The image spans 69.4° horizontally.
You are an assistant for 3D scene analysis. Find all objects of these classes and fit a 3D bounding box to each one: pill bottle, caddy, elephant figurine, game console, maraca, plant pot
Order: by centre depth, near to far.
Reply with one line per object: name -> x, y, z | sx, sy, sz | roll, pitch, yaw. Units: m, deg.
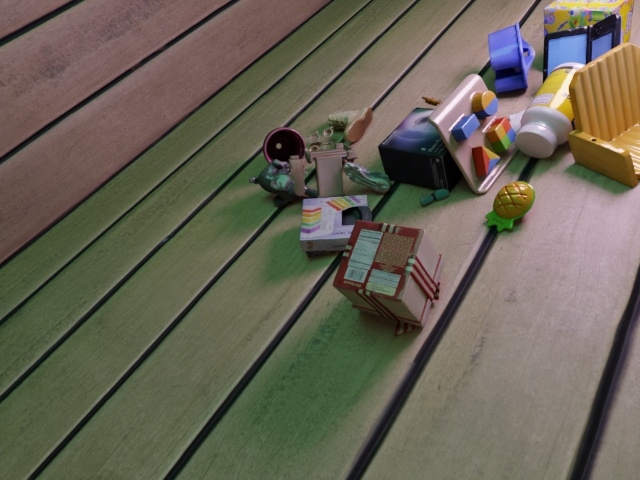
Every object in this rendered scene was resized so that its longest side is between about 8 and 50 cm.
maraca -> 0.627, -0.114, 1.529 | 0.185, 0.099, 0.127 | -56, 41, 4
pill bottle -> 0.866, -0.473, 1.706 | 0.188, 0.188, 0.334 | 25, 74, 42
game console -> 1.003, -0.688, 1.789 | 0.174, 0.292, 0.250 | -3, 9, 2
elephant figurine -> -0.156, -0.230, 2.002 | 0.186, 0.169, 0.239 | -46, 54, 18
caddy -> 0.860, -0.814, 2.060 | 0.179, 0.241, 0.341 | -8, 43, 25
plant pot -> -0.188, -0.448, 2.224 | 0.201, 0.201, 0.180 | -30, 25, -7

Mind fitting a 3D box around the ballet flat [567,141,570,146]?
ballet flat -> 0.976, -0.393, 1.691 | 0.168, 0.057, 0.052 | -39, 54, -17

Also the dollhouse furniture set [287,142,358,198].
dollhouse furniture set -> -0.006, -0.310, 2.033 | 0.304, 0.173, 0.355 | -7, 20, -8

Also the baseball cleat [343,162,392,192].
baseball cleat -> 0.192, -0.260, 1.877 | 0.206, 0.072, 0.109 | 32, 34, 6

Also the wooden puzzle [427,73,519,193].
wooden puzzle -> 0.583, -0.394, 1.675 | 0.322, 0.347, 0.080 | -47, 17, -24

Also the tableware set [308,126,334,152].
tableware set -> 0.001, -0.478, 2.251 | 0.141, 0.020, 0.168 | -14, 58, 22

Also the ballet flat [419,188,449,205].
ballet flat -> 0.422, -0.167, 1.727 | 0.114, 0.041, 0.041 | -22, 40, 1

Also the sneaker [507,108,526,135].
sneaker -> 0.811, -0.493, 1.854 | 0.232, 0.090, 0.115 | -41, 40, -20

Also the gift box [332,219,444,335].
gift box -> 0.196, 0.118, 1.370 | 0.255, 0.258, 0.276 | 16, 74, 35

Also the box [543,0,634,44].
box -> 1.118, -0.865, 1.948 | 0.177, 0.289, 0.279 | -40, 43, -18

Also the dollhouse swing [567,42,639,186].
dollhouse swing -> 1.037, -0.429, 1.507 | 0.347, 0.304, 0.315 | -30, 40, -9

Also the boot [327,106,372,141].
boot -> 0.118, -0.565, 2.259 | 0.204, 0.095, 0.262 | 7, 47, 31

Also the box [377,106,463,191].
box -> 0.438, -0.369, 1.829 | 0.294, 0.182, 0.296 | 19, 56, 41

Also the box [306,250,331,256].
box -> 0.000, 0.000, 1.758 | 0.094, 0.027, 0.137 | -8, 42, 16

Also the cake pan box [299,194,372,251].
cake pan box -> 0.060, -0.066, 1.739 | 0.267, 0.070, 0.245 | -2, 45, 6

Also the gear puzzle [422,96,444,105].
gear puzzle -> 0.570, -0.521, 1.887 | 0.339, 0.044, 0.175 | 16, 21, -10
